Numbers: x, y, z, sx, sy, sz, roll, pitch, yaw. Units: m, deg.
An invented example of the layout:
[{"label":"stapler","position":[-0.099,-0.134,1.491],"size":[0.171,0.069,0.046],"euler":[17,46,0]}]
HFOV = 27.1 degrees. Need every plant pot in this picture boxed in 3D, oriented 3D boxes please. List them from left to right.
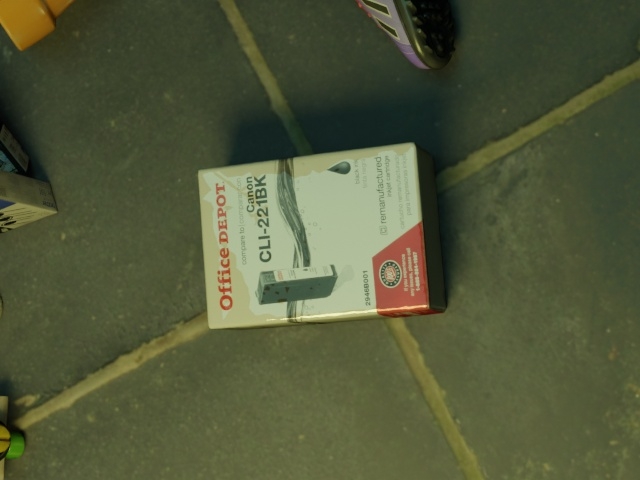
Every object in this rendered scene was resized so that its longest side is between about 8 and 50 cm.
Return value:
[{"label":"plant pot","position":[-0.359,-0.377,1.691],"size":[0.188,0.205,0.205],"euler":[-32,77,-6]}]

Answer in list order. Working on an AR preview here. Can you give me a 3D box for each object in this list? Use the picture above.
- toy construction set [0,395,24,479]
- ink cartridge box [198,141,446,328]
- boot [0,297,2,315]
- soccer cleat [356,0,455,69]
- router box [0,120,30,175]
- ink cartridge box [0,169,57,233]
[{"label":"toy construction set","position":[-0.523,0.226,1.698],"size":[0.257,0.237,0.309],"euler":[-45,54,38]},{"label":"ink cartridge box","position":[0.000,0.000,1.586],"size":[0.273,0.114,0.197],"euler":[-6,84,16]},{"label":"boot","position":[-0.548,0.040,1.704],"size":[0.244,0.176,0.088],"euler":[27,94,18]},{"label":"soccer cleat","position":[0.061,-0.336,1.619],"size":[0.116,0.108,0.318],"euler":[-30,80,34]},{"label":"router box","position":[-0.484,-0.134,1.716],"size":[0.133,0.046,0.179],"euler":[-27,119,11]},{"label":"ink cartridge box","position":[-0.422,-0.050,1.659],"size":[0.097,0.207,0.046],"euler":[-19,80,13]}]
